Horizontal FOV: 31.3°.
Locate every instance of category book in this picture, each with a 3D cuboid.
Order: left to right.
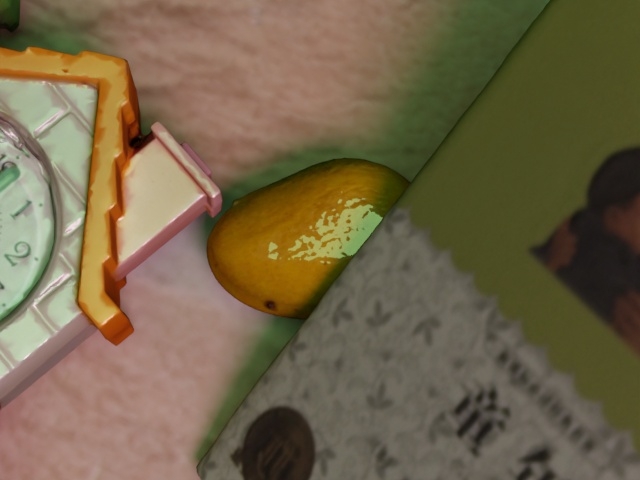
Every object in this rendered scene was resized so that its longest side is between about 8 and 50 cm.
[{"bbox_3d":[0.100,0.054,0.457,0.352,0.035,0.239,-54,52,16],"label":"book"}]

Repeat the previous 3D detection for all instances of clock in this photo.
[{"bbox_3d":[-0.190,0.000,0.529,0.255,0.106,0.220,-41,86,-10],"label":"clock"}]

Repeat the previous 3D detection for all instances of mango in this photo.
[{"bbox_3d":[0.000,0.000,0.570,0.114,0.057,0.079,-8,88,-3],"label":"mango"}]
